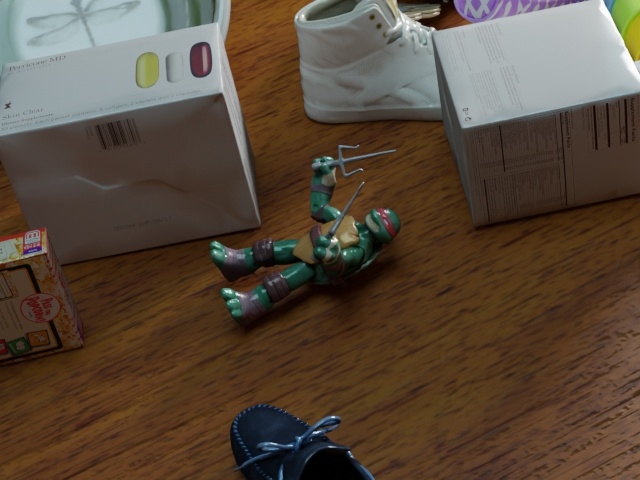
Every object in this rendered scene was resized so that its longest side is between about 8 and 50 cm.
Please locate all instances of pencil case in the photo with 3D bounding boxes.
[{"bbox_3d":[0.258,-0.321,1.837,0.086,0.088,0.206,25,27,39],"label":"pencil case"}]

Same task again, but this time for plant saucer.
[{"bbox_3d":[-0.312,-0.289,1.919,0.400,0.100,0.401,-1,73,4],"label":"plant saucer"}]

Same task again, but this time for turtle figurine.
[{"bbox_3d":[0.000,0.000,1.578,0.234,0.118,0.175,-27,26,6],"label":"turtle figurine"}]

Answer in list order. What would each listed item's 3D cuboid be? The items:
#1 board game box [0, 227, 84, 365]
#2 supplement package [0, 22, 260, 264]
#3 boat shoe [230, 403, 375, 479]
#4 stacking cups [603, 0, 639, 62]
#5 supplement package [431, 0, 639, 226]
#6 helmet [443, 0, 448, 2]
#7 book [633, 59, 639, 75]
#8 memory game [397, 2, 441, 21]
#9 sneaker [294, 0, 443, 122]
[{"bbox_3d":[-0.368,0.074,1.564,0.193,0.147,0.045,-12,41,-1],"label":"board game box"},{"bbox_3d":[-0.220,-0.110,1.687,0.261,0.204,0.145,-11,41,2],"label":"supplement package"},{"bbox_3d":[0.008,0.217,1.353,0.109,0.089,0.258,-38,47,-26],"label":"boat shoe"},{"bbox_3d":[0.398,-0.304,1.849,0.096,0.096,0.316,-13,36,0],"label":"stacking cups"},{"bbox_3d":[0.248,-0.147,1.651,0.203,0.149,0.194,-11,41,2],"label":"supplement package"},{"bbox_3d":[0.165,-0.403,1.952,0.161,0.169,0.169,-28,43,-28],"label":"helmet"},{"bbox_3d":[0.394,-0.128,1.634,0.035,0.096,0.144,-20,41,-7],"label":"book"},{"bbox_3d":[0.068,-0.295,1.909,0.186,0.012,0.186,-6,15,2],"label":"memory game"},{"bbox_3d":[0.113,-0.240,1.777,0.292,0.169,0.108,-7,40,5],"label":"sneaker"}]
